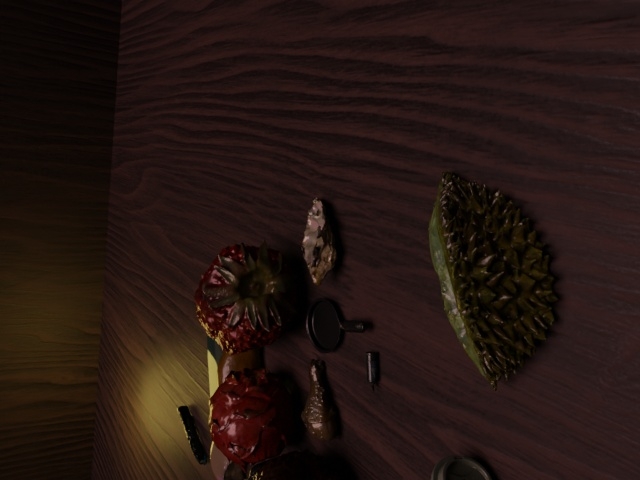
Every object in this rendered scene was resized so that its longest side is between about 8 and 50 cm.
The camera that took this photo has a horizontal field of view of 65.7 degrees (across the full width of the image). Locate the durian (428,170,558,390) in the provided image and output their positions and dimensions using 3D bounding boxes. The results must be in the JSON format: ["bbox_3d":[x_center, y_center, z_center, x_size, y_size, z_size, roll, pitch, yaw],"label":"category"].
[{"bbox_3d":[0.281,0.045,0.861,0.198,0.163,0.395,79,177,-65],"label":"durian"}]

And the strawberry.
[{"bbox_3d":[-0.206,0.160,1.365,0.343,0.291,0.293,139,124,-65],"label":"strawberry"}]

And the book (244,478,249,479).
[{"bbox_3d":[-0.173,0.787,1.477,0.181,0.014,0.127,-23,72,50],"label":"book"}]

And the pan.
[{"bbox_3d":[0.039,0.207,1.198,0.235,0.028,0.136,-11,82,55],"label":"pan"}]

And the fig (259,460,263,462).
[{"bbox_3d":[-0.177,0.618,1.454,0.093,0.093,0.166,48,153,41],"label":"fig"}]

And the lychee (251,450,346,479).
[{"bbox_3d":[-0.060,0.627,1.137,0.267,0.267,0.268,-1,89,52],"label":"lychee"}]

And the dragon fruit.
[{"bbox_3d":[-0.183,0.467,1.326,0.241,0.241,0.253,-31,91,48],"label":"dragon fruit"}]

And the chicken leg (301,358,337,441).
[{"bbox_3d":[-0.008,0.394,1.230,0.085,0.068,0.198,-30,60,46],"label":"chicken leg"}]

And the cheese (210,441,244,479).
[{"bbox_3d":[-0.269,0.634,1.545,0.163,0.082,0.287,48,126,40],"label":"cheese"}]

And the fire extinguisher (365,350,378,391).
[{"bbox_3d":[0.115,0.290,1.105,0.038,0.025,0.084,93,175,-86],"label":"fire extinguisher"}]

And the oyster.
[{"bbox_3d":[0.002,-0.009,1.225,0.209,0.071,0.133,-98,27,-43],"label":"oyster"}]

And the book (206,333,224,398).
[{"bbox_3d":[-0.312,0.372,1.647,0.264,0.031,0.380,-14,79,51],"label":"book"}]

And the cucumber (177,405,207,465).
[{"bbox_3d":[-0.478,0.728,1.848,0.257,0.043,0.044,50,132,39],"label":"cucumber"}]

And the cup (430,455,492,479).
[{"bbox_3d":[0.235,0.464,0.882,0.120,0.119,0.141,55,140,37],"label":"cup"}]

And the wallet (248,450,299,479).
[{"bbox_3d":[-0.135,0.655,1.303,0.044,0.148,0.250,46,133,46],"label":"wallet"}]

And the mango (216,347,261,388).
[{"bbox_3d":[-0.241,0.378,1.489,0.136,0.099,0.228,11,84,14],"label":"mango"}]
